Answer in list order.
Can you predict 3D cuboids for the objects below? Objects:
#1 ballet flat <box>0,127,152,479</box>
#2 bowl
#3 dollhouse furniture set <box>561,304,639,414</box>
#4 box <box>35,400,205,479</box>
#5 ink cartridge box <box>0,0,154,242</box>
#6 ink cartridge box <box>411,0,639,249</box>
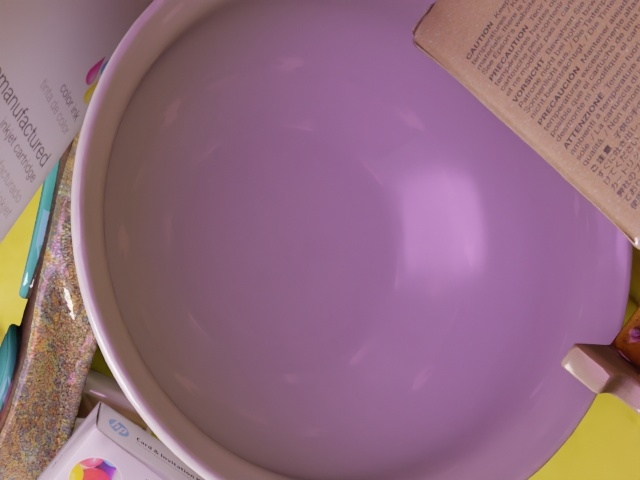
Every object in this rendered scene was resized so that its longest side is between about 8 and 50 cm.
[{"bbox_3d":[-0.133,0.055,0.981,0.123,0.123,0.348,21,98,20],"label":"ballet flat"},{"bbox_3d":[0.000,0.000,0.880,0.298,0.134,0.298,3,82,-23],"label":"bowl"},{"bbox_3d":[0.314,-0.028,0.789,0.201,0.152,0.374,40,107,17],"label":"dollhouse furniture set"},{"bbox_3d":[-0.090,0.198,0.948,0.186,0.038,0.145,35,103,-15],"label":"box"},{"bbox_3d":[-0.161,-0.186,0.852,0.131,0.226,0.306,23,67,23],"label":"ink cartridge box"},{"bbox_3d":[0.175,-0.126,0.739,0.234,0.088,0.193,-55,41,15],"label":"ink cartridge box"}]
